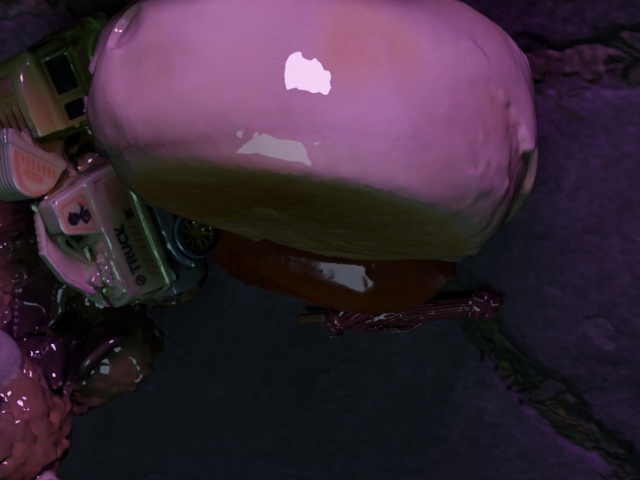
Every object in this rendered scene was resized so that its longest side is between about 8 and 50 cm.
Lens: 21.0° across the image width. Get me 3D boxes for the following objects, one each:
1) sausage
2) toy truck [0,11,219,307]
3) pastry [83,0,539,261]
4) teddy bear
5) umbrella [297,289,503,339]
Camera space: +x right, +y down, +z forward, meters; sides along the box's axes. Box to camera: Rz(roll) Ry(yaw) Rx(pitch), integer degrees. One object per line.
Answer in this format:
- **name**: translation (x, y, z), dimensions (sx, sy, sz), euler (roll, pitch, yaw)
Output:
- **sausage**: translation (0.000, 0.000, 1.144), dimensions (0.179, 0.089, 0.089), euler (10, 134, 25)
- **toy truck**: translation (-0.154, -0.042, 1.127), dimensions (0.085, 0.116, 0.191), euler (-8, 107, 56)
- **pastry**: translation (-0.003, -0.070, 0.988), dimensions (0.264, 0.133, 0.265), euler (6, 166, 1)
- **teddy bear**: translation (-0.235, 0.086, 1.239), dimensions (0.267, 0.256, 0.156), euler (14, 140, 18)
- **umbrella**: translation (0.053, 0.052, 1.209), dimensions (0.165, 0.025, 0.027), euler (-8, 104, 33)
